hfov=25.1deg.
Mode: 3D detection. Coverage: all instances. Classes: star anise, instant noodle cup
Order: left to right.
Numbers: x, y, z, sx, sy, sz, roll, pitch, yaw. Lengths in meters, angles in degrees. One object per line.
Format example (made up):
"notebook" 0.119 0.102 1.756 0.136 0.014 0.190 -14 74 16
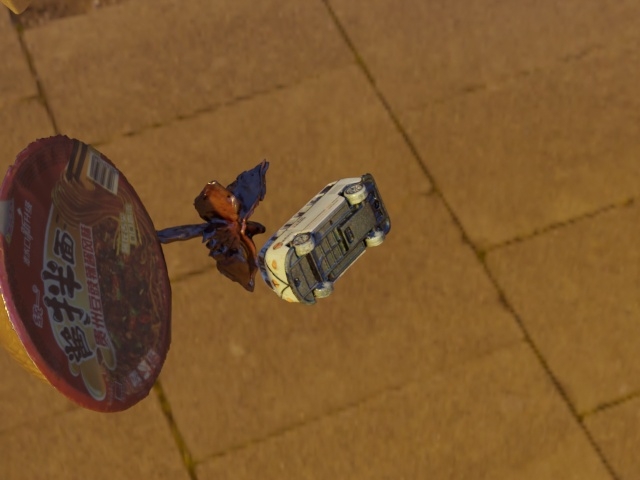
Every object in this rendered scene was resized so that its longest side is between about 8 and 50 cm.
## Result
"instant noodle cup" -0.255 0.039 1.390 0.090 0.274 0.274 -15 46 27
"star anise" -0.140 -0.019 1.682 0.144 0.158 0.140 6 6 27

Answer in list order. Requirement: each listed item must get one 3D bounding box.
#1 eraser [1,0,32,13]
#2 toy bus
"eraser" -0.350 -0.360 1.675 0.078 0.343 0.144 40 86 -5
"toy bus" 0.000 0.000 1.761 0.089 0.087 0.194 3 36 42
